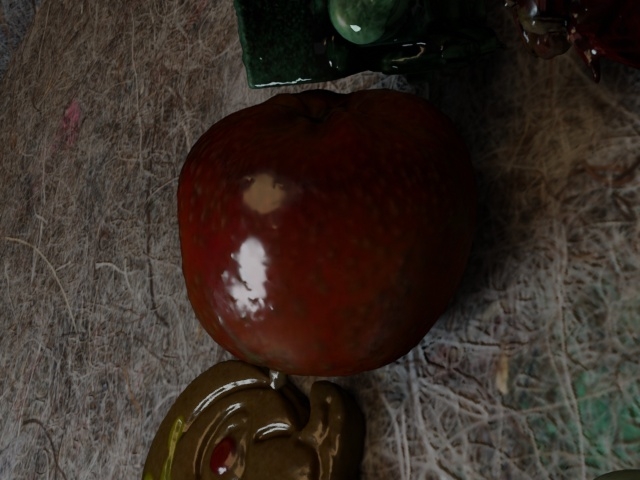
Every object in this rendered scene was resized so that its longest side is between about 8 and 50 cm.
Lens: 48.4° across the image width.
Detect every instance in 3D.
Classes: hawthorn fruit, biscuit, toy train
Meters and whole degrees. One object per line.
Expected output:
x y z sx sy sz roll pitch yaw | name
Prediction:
0.000 0.000 0.656 0.275 0.275 0.299 27 105 49 | hawthorn fruit
-0.077 0.295 0.745 0.350 0.070 0.394 -59 42 9 | biscuit
0.053 -0.239 0.694 0.238 0.299 0.167 0 108 27 | toy train

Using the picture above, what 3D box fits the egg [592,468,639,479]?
0.219 0.208 0.434 0.164 0.131 0.131 20 87 63 | egg

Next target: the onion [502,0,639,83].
0.282 -0.222 0.499 0.281 0.221 0.281 -14 66 35 | onion
